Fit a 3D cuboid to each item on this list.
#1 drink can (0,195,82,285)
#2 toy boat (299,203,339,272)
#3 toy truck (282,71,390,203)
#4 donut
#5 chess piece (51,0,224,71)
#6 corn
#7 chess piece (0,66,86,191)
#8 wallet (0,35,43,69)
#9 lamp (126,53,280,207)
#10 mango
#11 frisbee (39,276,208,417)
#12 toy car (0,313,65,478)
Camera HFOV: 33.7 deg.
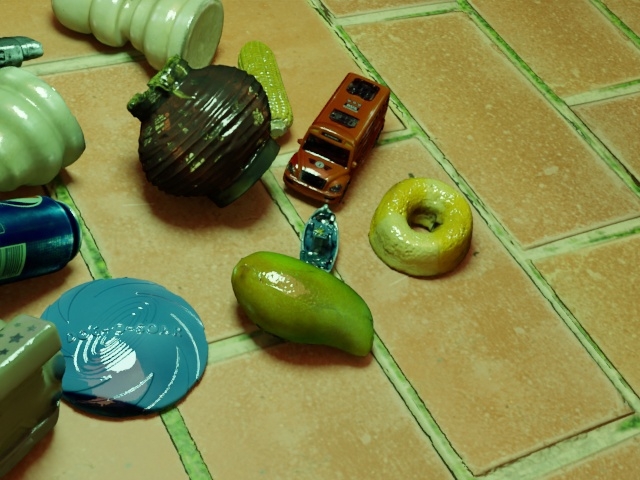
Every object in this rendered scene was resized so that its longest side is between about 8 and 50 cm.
[{"bbox_3d":[-0.434,0.003,1.459,0.118,0.118,0.205,39,26,21],"label":"drink can"},{"bbox_3d":[0.000,0.000,1.654,0.060,0.061,0.137,14,44,-2],"label":"toy boat"},{"bbox_3d":[0.032,-0.176,1.795,0.107,0.114,0.252,25,44,7],"label":"toy truck"},{"bbox_3d":[0.168,-0.030,1.721,0.174,0.074,0.190,34,48,17],"label":"donut"},{"bbox_3d":[-0.339,-0.407,1.894,0.300,0.167,0.167,22,45,12],"label":"chess piece"},{"bbox_3d":[-0.101,-0.268,1.874,0.080,0.080,0.238,-2,45,-17],"label":"corn"},{"bbox_3d":[-0.514,-0.092,1.540,0.182,0.182,0.330,28,52,11],"label":"chess piece"},{"bbox_3d":[-0.628,-0.269,1.663,0.342,0.075,0.237,-13,14,-25],"label":"wallet"},{"bbox_3d":[-0.187,-0.174,1.653,0.247,0.247,0.247,8,46,-8],"label":"lamp"},{"bbox_3d":[-0.024,0.096,1.525,0.233,0.111,0.125,32,60,-1],"label":"mango"},{"bbox_3d":[-0.274,0.136,1.461,0.242,0.045,0.242,7,46,-7],"label":"frisbee"},{"bbox_3d":[-0.494,0.137,1.268,0.336,0.226,0.242,32,47,14],"label":"toy car"}]
